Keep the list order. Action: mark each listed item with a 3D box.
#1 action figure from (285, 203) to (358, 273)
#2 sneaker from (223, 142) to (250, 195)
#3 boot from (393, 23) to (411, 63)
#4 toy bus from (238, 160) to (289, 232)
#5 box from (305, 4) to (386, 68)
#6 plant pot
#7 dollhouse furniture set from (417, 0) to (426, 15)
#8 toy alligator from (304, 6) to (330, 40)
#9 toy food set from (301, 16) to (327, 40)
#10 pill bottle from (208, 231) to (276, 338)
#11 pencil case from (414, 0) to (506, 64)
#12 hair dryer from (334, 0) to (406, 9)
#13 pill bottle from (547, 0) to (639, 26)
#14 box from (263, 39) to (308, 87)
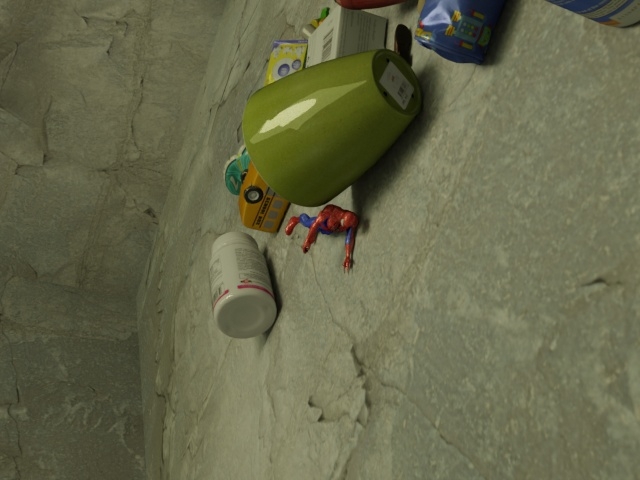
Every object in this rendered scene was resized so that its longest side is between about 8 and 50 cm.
[{"bbox_3d":[0.000,0.000,1.559,0.280,0.091,0.139,-19,54,66],"label":"action figure"},{"bbox_3d":[-0.218,-0.217,2.199,0.275,0.107,0.110,-50,43,48],"label":"sneaker"},{"bbox_3d":[0.145,-0.372,1.491,0.114,0.037,0.106,134,145,-60],"label":"boot"},{"bbox_3d":[-0.122,-0.187,1.901,0.108,0.130,0.333,-108,37,-53],"label":"toy bus"},{"bbox_3d":[0.049,-0.395,1.616,0.182,0.119,0.181,154,126,-63],"label":"box"},{"bbox_3d":[0.045,-0.242,1.412,0.293,0.274,0.275,-25,54,43],"label":"plant pot"},{"bbox_3d":[0.237,-0.467,1.352,0.081,0.091,0.114,34,144,25],"label":"dollhouse furniture set"},{"bbox_3d":[-0.010,-0.543,1.941,0.051,0.056,0.190,54,143,8],"label":"toy alligator"},{"bbox_3d":[-0.022,-0.449,1.857,0.104,0.111,0.232,46,114,24],"label":"toy food set"},{"bbox_3d":[-0.212,0.109,1.916,0.283,0.160,0.160,-108,37,-52],"label":"pill bottle"},{"bbox_3d":[0.247,-0.440,1.159,0.133,0.119,0.306,27,105,37],"label":"pencil case"},{"bbox_3d":[0.113,-0.560,1.510,0.293,0.223,0.080,46,165,43],"label":"hair dryer"},{"bbox_3d":[0.276,-0.362,0.845,0.152,0.272,0.152,-167,90,-68],"label":"pill bottle"},{"bbox_3d":[-0.082,-0.403,1.786,0.105,0.043,0.179,7,83,28],"label":"box"}]
